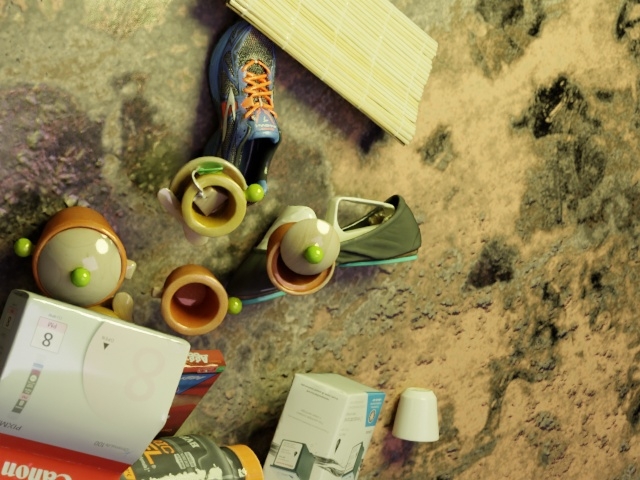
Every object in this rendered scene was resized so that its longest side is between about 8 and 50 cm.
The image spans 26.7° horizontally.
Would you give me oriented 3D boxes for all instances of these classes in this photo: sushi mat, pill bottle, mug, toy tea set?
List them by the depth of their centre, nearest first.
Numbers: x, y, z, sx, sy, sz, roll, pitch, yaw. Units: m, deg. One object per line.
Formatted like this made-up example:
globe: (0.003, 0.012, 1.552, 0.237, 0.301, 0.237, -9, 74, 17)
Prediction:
toy tea set: (-0.146, 0.030, 1.418, 0.336, 0.124, 0.200, -21, 113, -3)
pill bottle: (-0.186, 0.291, 1.526, 0.246, 0.130, 0.130, -4, 106, -35)
sushi mat: (0.024, -0.247, 1.559, 0.316, 0.019, 0.151, 34, 59, -37)
mug: (0.127, 0.227, 1.789, 0.062, 0.078, 0.064, 4, 93, -4)

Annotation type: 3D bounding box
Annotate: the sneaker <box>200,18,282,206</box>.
sneaker: (-0.075, -0.138, 1.504, 0.083, 0.087, 0.221, -2, 101, -37)

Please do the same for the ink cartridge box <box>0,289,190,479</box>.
ink cartridge box: (-0.253, 0.184, 1.349, 0.189, 0.066, 0.232, 21, 82, -34)

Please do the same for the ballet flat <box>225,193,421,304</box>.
ballet flat: (0.000, 0.000, 1.605, 0.280, 0.095, 0.096, -15, 102, -38)

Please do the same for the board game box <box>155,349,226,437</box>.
board game box: (-0.254, 0.170, 1.456, 0.281, 0.027, 0.145, 2, 141, -36)

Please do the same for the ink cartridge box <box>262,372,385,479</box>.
ink cartridge box: (-0.004, 0.262, 1.646, 0.140, 0.082, 0.190, 13, 95, -68)
